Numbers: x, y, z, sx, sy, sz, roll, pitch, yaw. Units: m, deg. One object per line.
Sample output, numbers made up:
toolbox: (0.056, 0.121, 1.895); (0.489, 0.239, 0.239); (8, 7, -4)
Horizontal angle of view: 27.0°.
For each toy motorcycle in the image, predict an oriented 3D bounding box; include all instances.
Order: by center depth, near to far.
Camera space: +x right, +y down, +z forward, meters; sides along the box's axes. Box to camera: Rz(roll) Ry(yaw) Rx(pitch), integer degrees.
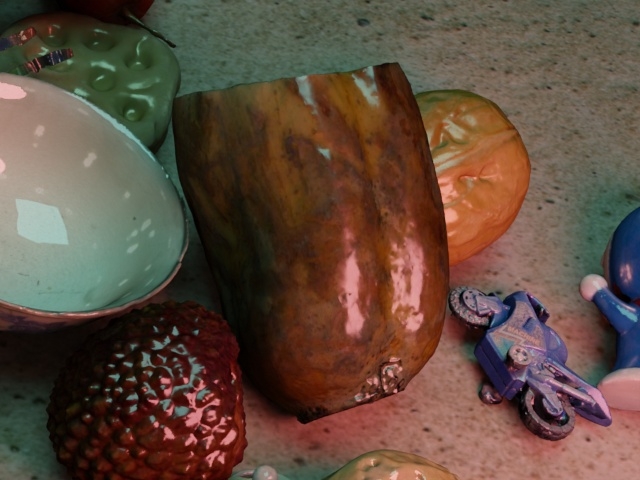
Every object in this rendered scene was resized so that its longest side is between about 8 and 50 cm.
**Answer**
toy motorcycle: (0.220, 0.123, 1.417); (0.114, 0.076, 0.205); (-10, 53, -34)

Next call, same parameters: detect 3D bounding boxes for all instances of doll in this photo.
doll: (0.385, 0.082, 1.467); (0.215, 0.161, 0.257); (27, 62, -12)

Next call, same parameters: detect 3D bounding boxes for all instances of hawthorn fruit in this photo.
hawthorn fruit: (-0.258, -0.319, 1.620); (0.162, 0.163, 0.204); (-8, 68, -24)

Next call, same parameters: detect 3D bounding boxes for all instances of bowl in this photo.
bowl: (-0.300, -0.007, 1.285); (0.313, 0.146, 0.313); (21, 38, -18)

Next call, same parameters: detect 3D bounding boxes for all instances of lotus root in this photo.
lotus root: (0.000, 0.000, 1.306); (0.250, 0.250, 0.346); (-11, 88, -26)

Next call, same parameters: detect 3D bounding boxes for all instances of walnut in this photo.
walnut: (0.128, -0.066, 1.484); (0.193, 0.193, 0.225); (40, 59, 18)

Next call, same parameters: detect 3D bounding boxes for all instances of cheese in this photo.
cheese: (-0.259, -0.157, 1.479); (0.217, 0.117, 0.235); (-10, 56, -29)

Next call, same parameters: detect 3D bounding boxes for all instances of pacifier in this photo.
pacifier: (-0.055, 0.228, 1.232); (0.083, 0.064, 0.068); (-2, 43, -21)

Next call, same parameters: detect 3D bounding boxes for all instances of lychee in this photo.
lychee: (-0.157, 0.151, 1.204); (0.188, 0.188, 0.188); (9, 47, -10)

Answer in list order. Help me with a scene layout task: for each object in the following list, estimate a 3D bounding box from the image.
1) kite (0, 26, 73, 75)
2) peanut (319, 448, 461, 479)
kite: (-0.419, -0.181, 1.348); (0.309, 0.169, 0.015); (-28, 20, -3)
peanut: (0.016, 0.261, 1.176); (0.290, 0.130, 0.130); (-11, 53, -30)
